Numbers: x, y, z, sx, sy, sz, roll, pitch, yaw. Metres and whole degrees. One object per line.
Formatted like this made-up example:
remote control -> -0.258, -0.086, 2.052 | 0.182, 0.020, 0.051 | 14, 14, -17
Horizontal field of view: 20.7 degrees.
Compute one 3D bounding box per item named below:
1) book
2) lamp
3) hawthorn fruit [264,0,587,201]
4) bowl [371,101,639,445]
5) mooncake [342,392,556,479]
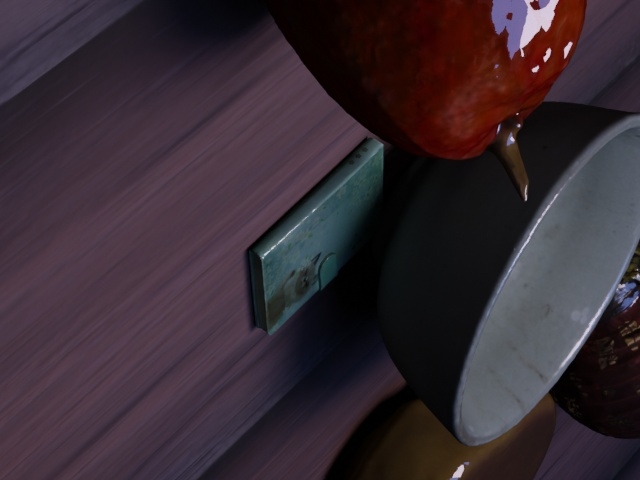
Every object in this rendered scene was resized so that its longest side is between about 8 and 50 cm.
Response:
book -> 0.000, 0.000, 1.274 | 0.135, 0.017, 0.103 | -44, 152, -28
lamp -> 0.330, 0.093, 1.787 | 0.247, 0.247, 0.247 | -43, 153, -29
hawthorn fruit -> 0.072, -0.141, 0.986 | 0.189, 0.189, 0.251 | -40, 109, -35
bowl -> 0.133, 0.003, 1.378 | 0.289, 0.146, 0.289 | -43, 151, -31
mooncake -> 0.112, 0.222, 1.641 | 0.235, 0.117, 0.235 | -43, 155, -26
